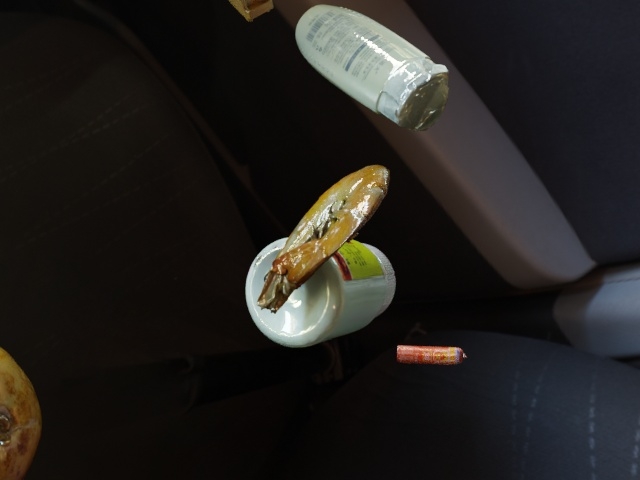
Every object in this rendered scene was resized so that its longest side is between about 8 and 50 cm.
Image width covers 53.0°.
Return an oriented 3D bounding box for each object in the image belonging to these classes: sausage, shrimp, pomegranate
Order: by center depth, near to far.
[{"bbox_3d":[-0.001,-0.001,0.716,0.051,0.217,0.115,40,12,-12],"label":"shrimp"},{"bbox_3d":[-0.493,0.242,0.778,0.252,0.271,0.228,-64,138,-73],"label":"pomegranate"},{"bbox_3d":[0.209,0.216,1.206,0.130,0.034,0.034,0,61,15],"label":"sausage"}]

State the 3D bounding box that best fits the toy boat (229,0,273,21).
[{"bbox_3d":[-0.081,-0.318,0.637,0.077,0.200,0.057,28,54,33],"label":"toy boat"}]

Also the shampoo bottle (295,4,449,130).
[{"bbox_3d":[0.041,-0.170,0.609,0.049,0.072,0.212,44,6,-45],"label":"shampoo bottle"}]

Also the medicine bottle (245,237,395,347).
[{"bbox_3d":[0.009,0.064,0.877,0.225,0.139,0.139,1,65,-64],"label":"medicine bottle"}]
